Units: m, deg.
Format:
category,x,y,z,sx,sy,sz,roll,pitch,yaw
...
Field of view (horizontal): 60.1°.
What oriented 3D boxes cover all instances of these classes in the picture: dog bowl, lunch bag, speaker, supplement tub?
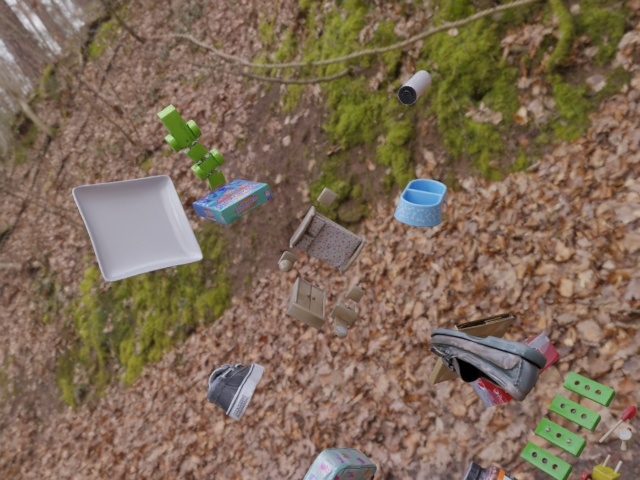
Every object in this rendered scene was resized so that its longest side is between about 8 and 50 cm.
category,x,y,z,sx,sy,sz,roll,pitch,yaw
dog bowl,0.362,-0.140,1.952,0.165,0.074,0.297,12,29,17
lunch bag,0.054,0.794,1.791,0.107,0.279,0.224,29,90,40
speaker,0.260,-0.421,1.518,0.055,0.055,0.136,-25,17,40
supplement tub,0.388,0.543,1.143,0.106,0.197,0.106,-52,-21,-28

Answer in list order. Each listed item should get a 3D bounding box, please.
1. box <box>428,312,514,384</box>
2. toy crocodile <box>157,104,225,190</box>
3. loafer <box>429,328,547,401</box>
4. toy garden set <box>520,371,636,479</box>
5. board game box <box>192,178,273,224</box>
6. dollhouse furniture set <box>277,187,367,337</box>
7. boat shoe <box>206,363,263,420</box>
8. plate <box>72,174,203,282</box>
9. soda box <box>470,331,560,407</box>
category,x,y,z,sx,sy,sz,roll,pitch,yaw
box,0.356,0.259,1.319,0.164,0.201,0.021,-8,44,-25
toy crocodile,-0.442,-0.318,1.933,0.115,0.341,0.105,-43,31,-10
loafer,0.260,0.207,0.941,0.084,0.096,0.267,-65,17,-14
toy garden set,0.612,0.450,1.261,0.244,0.049,0.203,-52,36,-13
board game box,-0.254,-0.114,1.580,0.160,0.047,0.210,-34,26,-25
dollhouse furniture set,0.051,0.079,1.650,0.356,0.303,0.174,-57,11,22
boat shoe,-0.198,0.322,1.237,0.108,0.102,0.301,-62,0,-3
plate,-0.491,-0.035,1.490,0.277,0.278,0.045,-15,-16,-39
soda box,0.532,0.349,1.502,0.263,0.084,0.092,-24,-13,-34
